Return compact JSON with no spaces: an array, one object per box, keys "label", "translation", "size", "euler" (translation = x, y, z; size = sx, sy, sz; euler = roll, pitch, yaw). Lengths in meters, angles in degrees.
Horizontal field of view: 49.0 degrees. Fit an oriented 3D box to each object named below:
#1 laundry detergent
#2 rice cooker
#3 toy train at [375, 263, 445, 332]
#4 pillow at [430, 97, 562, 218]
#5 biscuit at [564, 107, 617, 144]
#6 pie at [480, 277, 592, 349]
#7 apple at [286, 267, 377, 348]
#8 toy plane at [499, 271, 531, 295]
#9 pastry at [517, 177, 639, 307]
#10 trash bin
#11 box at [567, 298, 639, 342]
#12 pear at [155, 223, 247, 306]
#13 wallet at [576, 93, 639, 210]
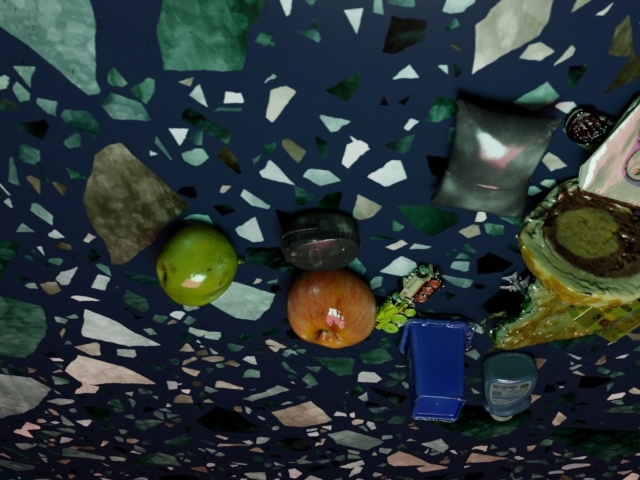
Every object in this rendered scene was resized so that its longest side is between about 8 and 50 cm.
[{"label":"laundry detergent","translation":[0.515,0.413,1.942],"size":[0.143,0.094,0.290],"euler":[-7,142,3]},{"label":"rice cooker","translation":[0.000,0.000,1.467],"size":[0.165,0.106,0.112],"euler":[3,140,6]},{"label":"toy train","translation":[0.202,0.138,1.657],"size":[0.085,0.053,0.249],"euler":[23,136,-13]},{"label":"pillow","translation":[0.311,-0.141,1.278],"size":[0.186,0.106,0.250],"euler":[9,138,4]},{"label":"biscuit","translation":[0.481,-0.206,1.249],"size":[0.089,0.027,0.087],"euler":[-12,139,18]},{"label":"pie","translation":[0.546,0.138,1.589],"size":[0.296,0.078,0.371],"euler":[7,137,-17]},{"label":"apple","translation":[0.026,0.158,1.606],"size":[0.209,0.164,0.209],"euler":[4,141,3]},{"label":"toy plane","translation":[0.454,0.101,1.612],"size":[0.078,0.031,0.083],"euler":[-27,131,31]},{"label":"pastry","translation":[0.503,0.030,1.347],"size":[0.237,0.256,0.170],"euler":[-38,162,-18]},{"label":"trash bin","translation":[0.290,0.308,1.711],"size":[0.184,0.234,0.162],"euler":[3,139,1]},{"label":"box","translation":[0.650,0.161,1.560],"size":[0.193,0.030,0.121],"euler":[25,124,-38]},{"label":"pear","translation":[-0.245,0.052,1.515],"size":[0.216,0.166,0.180],"euler":[-6,135,-32]},{"label":"wallet","translation":[0.648,-0.141,1.244],"size":[0.335,0.068,0.275],"euler":[15,118,-9]}]
